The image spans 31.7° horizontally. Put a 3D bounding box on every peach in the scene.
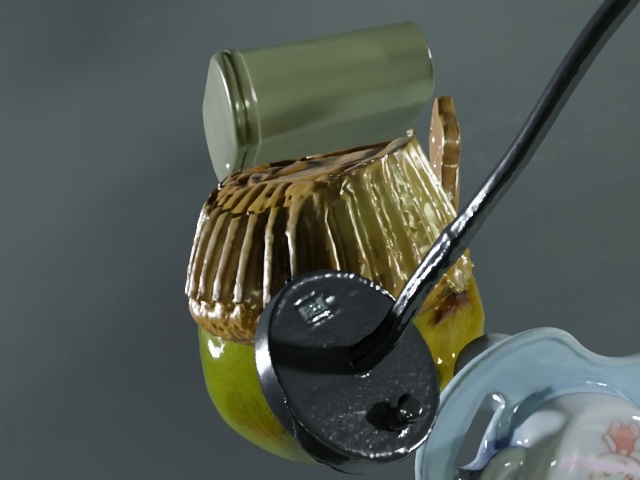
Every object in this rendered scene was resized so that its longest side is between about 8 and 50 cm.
[{"bbox_3d":[0.017,0.099,1.222,0.316,0.314,0.281,10,41,31],"label":"peach"}]

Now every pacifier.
[{"bbox_3d":[0.191,0.169,1.006,0.287,0.238,0.226,10,22,-24],"label":"pacifier"}]

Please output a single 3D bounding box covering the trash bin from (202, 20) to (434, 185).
[{"bbox_3d":[-0.009,-0.167,1.363,0.247,0.243,0.121,-15,78,-12],"label":"trash bin"}]

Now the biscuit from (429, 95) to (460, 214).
[{"bbox_3d":[0.122,-0.076,1.082,0.023,0.118,0.140,1,69,0],"label":"biscuit"}]

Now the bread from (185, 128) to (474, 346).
[{"bbox_3d":[-0.001,0.004,0.910,0.240,0.139,0.240,-16,14,4],"label":"bread"}]

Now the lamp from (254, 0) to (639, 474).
[{"bbox_3d":[0.060,-0.050,0.506,0.108,0.371,0.130,34,42,17],"label":"lamp"}]
